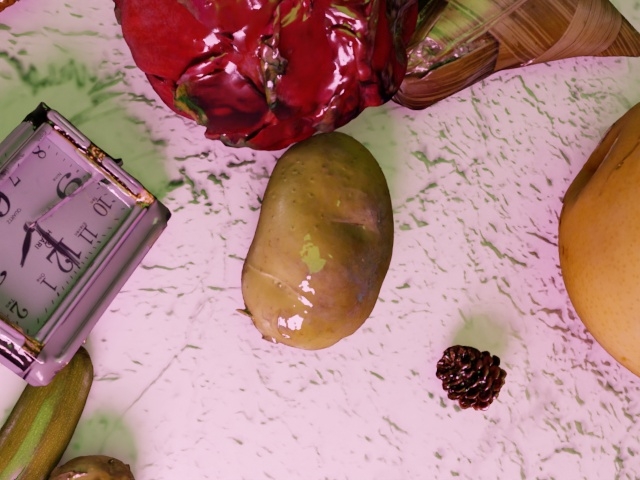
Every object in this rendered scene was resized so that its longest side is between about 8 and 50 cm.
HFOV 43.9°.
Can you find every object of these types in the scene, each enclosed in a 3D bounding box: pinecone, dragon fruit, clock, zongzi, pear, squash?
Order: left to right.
[{"bbox_3d":[-0.316,0.226,0.826,0.080,0.071,0.318,27,78,1],"label":"squash"},{"bbox_3d":[-0.287,-0.001,0.812,0.186,0.083,0.253,43,54,-19],"label":"clock"},{"bbox_3d":[-0.053,-0.246,0.816,0.330,0.329,0.329,1,83,-11],"label":"dragon fruit"},{"bbox_3d":[0.175,0.159,0.933,0.083,0.077,0.077,33,74,-47],"label":"pinecone"},{"bbox_3d":[0.241,-0.236,0.978,0.288,0.134,0.286,37,84,-13],"label":"zongzi"},{"bbox_3d":[0.431,0.003,0.876,0.349,0.348,0.348,1,83,-11],"label":"pear"}]

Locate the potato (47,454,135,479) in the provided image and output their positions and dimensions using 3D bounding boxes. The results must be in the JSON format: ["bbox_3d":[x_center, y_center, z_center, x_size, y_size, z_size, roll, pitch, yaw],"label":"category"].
[{"bbox_3d":[-0.257,0.327,0.813,0.117,0.090,0.225,23,86,-30],"label":"potato"}]

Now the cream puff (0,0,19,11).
[{"bbox_3d":[-0.369,-0.299,0.857,0.144,0.126,0.103,-20,102,-8],"label":"cream puff"}]

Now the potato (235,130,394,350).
[{"bbox_3d":[0.000,0.000,0.888,0.169,0.144,0.248,24,70,-46],"label":"potato"}]
